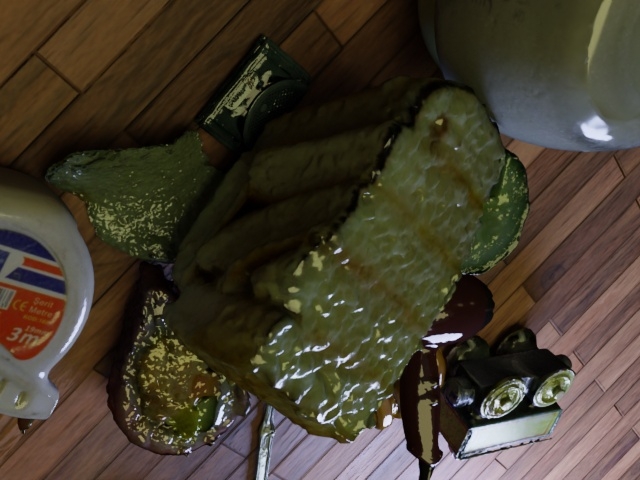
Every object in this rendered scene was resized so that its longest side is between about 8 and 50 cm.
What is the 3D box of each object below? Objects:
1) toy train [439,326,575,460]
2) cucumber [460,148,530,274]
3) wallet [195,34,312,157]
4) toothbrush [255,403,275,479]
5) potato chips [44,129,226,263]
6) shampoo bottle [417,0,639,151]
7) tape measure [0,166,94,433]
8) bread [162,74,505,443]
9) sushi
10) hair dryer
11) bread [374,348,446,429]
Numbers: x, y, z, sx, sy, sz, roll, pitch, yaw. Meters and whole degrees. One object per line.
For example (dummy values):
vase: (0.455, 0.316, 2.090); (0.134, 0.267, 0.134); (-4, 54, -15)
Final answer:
toy train: (0.304, 0.254, 1.261); (0.260, 0.134, 0.178); (-4, 126, -28)
cucumber: (0.175, -0.049, 1.024); (0.191, 0.130, 0.191); (-9, 116, -20)
wallet: (-0.074, -0.161, 0.870); (0.129, 0.026, 0.088); (-51, 129, 4)
toothbrush: (-0.083, 0.313, 1.134); (0.026, 0.028, 0.294); (-5, 123, -27)
potato chips: (-0.190, -0.056, 0.840); (0.167, 0.059, 0.228); (-40, 136, 2)
shampoo bottle: (0.290, -0.261, 0.842); (0.322, 0.317, 0.323); (-16, 124, -25)
tape measure: (-0.364, 0.050, 0.759); (0.258, 0.130, 0.265); (25, 96, -40)
bread: (0.001, -0.008, 0.847); (0.239, 0.264, 0.395); (42, 73, -42)
sushi: (-0.200, 0.158, 0.926); (0.161, 0.107, 0.241); (-34, 120, -3)
hair dryer: (0.099, 0.200, 1.057); (0.312, 0.123, 0.341); (-1, 90, -21)
bread: (0.121, 0.219, 1.164); (0.177, 0.084, 0.119); (-27, 127, -20)
